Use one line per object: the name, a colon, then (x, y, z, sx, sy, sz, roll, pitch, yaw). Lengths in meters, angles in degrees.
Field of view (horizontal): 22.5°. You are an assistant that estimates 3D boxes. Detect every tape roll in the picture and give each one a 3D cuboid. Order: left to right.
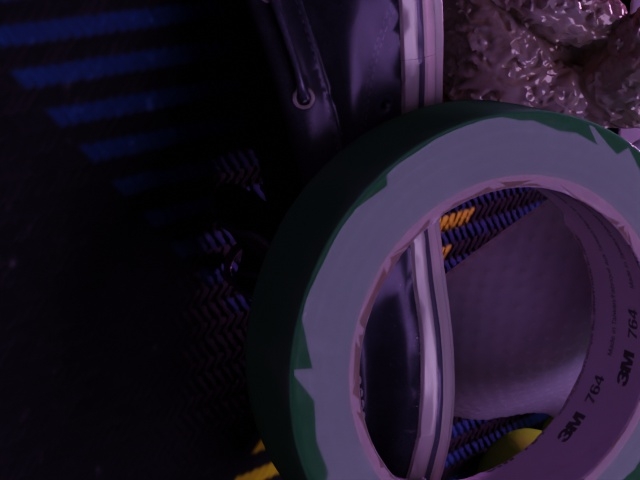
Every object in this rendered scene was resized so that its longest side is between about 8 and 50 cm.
tape roll: (0.110, 0.068, 1.080, 0.321, 0.077, 0.321, -5, 102, -25)

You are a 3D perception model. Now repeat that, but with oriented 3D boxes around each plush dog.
plush dog: (0.143, -0.205, 1.232, 0.211, 0.262, 0.225, -7, 106, -19)

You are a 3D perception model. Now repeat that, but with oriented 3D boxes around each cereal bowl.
cereal bowl: (0.220, 0.044, 1.323, 0.339, 0.141, 0.339, -34, 171, -6)

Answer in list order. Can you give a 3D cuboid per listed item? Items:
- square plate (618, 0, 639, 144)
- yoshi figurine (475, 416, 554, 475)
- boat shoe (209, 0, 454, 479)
square plate: (0.412, -0.251, 1.624, 0.347, 0.049, 0.344, -28, 128, -45)
yoshi figurine: (0.279, 0.262, 1.627, 0.203, 0.203, 0.362, -49, 138, 4)
boat shoe: (0.000, 0.000, 1.156, 0.156, 0.187, 0.500, -9, 110, -17)
